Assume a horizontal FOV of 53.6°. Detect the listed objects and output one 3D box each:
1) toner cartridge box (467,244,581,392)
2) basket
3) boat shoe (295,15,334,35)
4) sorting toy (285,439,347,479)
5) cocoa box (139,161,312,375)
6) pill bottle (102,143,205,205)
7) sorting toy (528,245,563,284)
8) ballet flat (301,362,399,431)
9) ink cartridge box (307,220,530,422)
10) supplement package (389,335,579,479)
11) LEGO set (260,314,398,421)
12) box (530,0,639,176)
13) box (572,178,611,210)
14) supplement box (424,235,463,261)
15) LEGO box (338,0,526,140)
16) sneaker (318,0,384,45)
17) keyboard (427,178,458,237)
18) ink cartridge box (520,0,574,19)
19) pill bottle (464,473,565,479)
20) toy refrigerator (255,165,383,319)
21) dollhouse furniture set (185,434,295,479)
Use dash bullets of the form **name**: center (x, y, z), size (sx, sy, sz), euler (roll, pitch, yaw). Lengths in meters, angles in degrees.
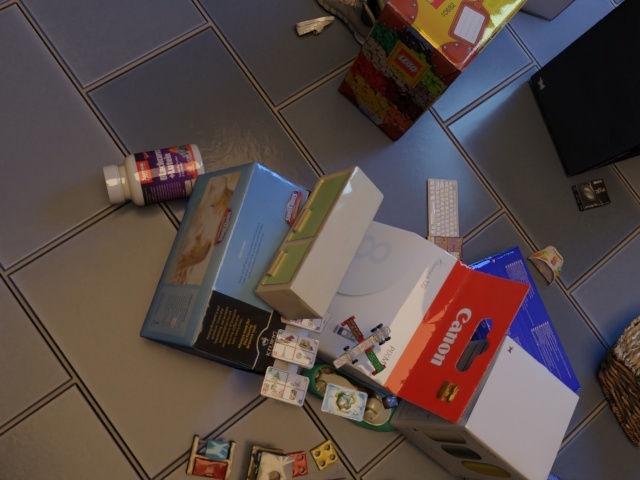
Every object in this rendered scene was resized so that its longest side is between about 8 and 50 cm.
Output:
- **toner cartridge box**: center (0.432, 0.202, 1.419), size (0.165, 0.075, 0.348), euler (-19, 83, -24)
- **basket**: center (0.801, 0.298, 1.485), size (0.299, 0.223, 0.213), euler (-26, 52, -17)
- **boat shoe**: center (-0.011, -0.508, 1.506), size (0.100, 0.035, 0.035), euler (-20, 110, -21)
- **sorting toy**: center (0.000, 0.545, 1.263), size (0.132, 0.046, 0.275), euler (-2, 78, -14)
- **cocoa box**: center (-0.148, 0.061, 1.203), size (0.227, 0.231, 0.347), euler (27, 72, -34)
- **pill bottle**: center (-0.339, -0.131, 1.300), size (0.193, 0.108, 0.108), euler (-13, 81, -16)
- **sorting toy**: center (0.551, 0.049, 1.514), size (0.083, 0.045, 0.075), euler (51, 53, 1)
- **ballet flat**: center (0.073, 0.329, 1.307), size (0.247, 0.087, 0.083), euler (29, 73, -6)
- **ink cartridge box**: center (0.163, 0.137, 1.244), size (0.308, 0.384, 0.091), euler (-55, 135, -18)
- **supplement package**: center (0.314, 0.336, 1.247), size (0.199, 0.262, 0.198), euler (40, 64, -10)
- **LEGO set**: center (0.029, 0.218, 1.130), size (0.244, 0.060, 0.183), euler (18, 71, -9)
- **box**: center (0.840, -0.400, 1.447), size (0.471, 0.480, 0.298), euler (-16, 83, -16)
- **box**: center (0.678, -0.114, 1.586), size (0.083, 0.018, 0.067), euler (-12, 81, -16)
- **supplement box**: center (0.277, 0.021, 1.436), size (0.083, 0.043, 0.055), euler (3, 77, -6)
- **LEGO box**: center (0.305, -0.503, 1.400), size (0.193, 0.372, 0.500), euler (43, 71, -1)
- **sneaker**: center (0.080, -0.570, 1.486), size (0.228, 0.132, 0.086), euler (44, 72, -1)
- **keyboard**: center (0.286, -0.019, 1.474), size (0.072, 0.014, 0.256), euler (4, 76, -13)
- **ink cartridge box**: center (0.614, -0.761, 1.608), size (0.131, 0.226, 0.307), euler (12, 74, -12)
- **pill bottle**: center (0.446, 0.552, 1.312), size (0.271, 0.152, 0.152), euler (26, 73, -6)
- **toy refrigerator**: center (0.000, 0.000, 1.104), size (0.094, 0.102, 0.270), euler (44, 58, -28)
- **dollhouse furniture set**: center (-0.160, 0.455, 1.200), size (0.183, 0.129, 0.129), euler (14, 75, -11)
